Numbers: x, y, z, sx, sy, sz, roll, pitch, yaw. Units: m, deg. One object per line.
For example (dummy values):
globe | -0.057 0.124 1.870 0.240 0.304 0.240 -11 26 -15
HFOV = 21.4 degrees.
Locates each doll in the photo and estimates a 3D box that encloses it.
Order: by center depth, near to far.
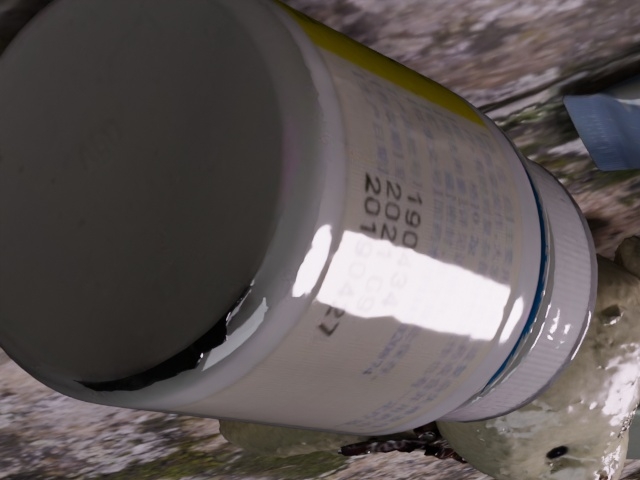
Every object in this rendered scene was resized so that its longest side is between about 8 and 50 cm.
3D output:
doll | 0.073 0.098 0.985 0.278 0.149 0.175 -19 -167 44

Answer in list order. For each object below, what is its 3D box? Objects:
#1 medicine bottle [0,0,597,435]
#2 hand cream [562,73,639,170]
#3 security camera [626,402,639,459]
medicine bottle | 0.000 0.000 0.621 0.143 0.143 0.258 -25 158 24
hand cream | 0.246 -0.082 0.744 0.271 0.058 0.091 -16 158 15
security camera | 0.232 0.078 1.106 0.157 0.080 0.301 3 161 -6
